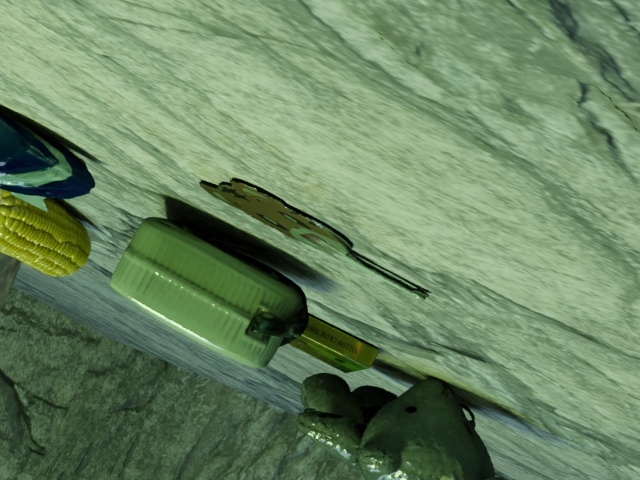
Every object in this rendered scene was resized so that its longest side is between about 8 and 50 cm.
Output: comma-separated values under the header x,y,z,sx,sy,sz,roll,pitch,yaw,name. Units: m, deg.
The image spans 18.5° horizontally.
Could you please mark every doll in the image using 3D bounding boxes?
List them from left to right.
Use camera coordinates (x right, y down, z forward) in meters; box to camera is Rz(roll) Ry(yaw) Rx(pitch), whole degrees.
x,y,z,sx,sy,sz,roll,pitch,yaw,name
0.094,0.224,2.438,0.245,0.158,0.340,11,-161,-23,doll

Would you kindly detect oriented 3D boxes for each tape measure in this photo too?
x,y,z,sx,sy,sz,roll,pitch,yaw,name
-0.107,0.049,2.060,0.207,0.115,0.235,26,180,2,tape measure

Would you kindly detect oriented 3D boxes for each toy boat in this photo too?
x,y,z,sx,sy,sz,roll,pitch,yaw,name
-0.352,-0.086,2.029,0.210,0.070,0.291,23,171,-17,toy boat

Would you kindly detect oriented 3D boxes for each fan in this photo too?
x,y,z,sx,sy,sz,roll,pitch,yaw,name
0.000,0.000,1.765,0.226,0.008,0.152,29,170,-15,fan

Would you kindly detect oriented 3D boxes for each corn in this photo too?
x,y,z,sx,sy,sz,roll,pitch,yaw,name
-0.363,-0.018,2.442,0.093,0.093,0.244,22,175,23,corn

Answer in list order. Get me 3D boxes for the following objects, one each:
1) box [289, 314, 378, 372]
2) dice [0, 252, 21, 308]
x,y,z,sx,sy,sz,roll,pitch,yaw,name
0.000,0.126,2.456,0.121,0.030,0.193,27,171,-5,box
-0.559,0.007,2.564,0.271,0.270,0.270,25,172,10,dice
